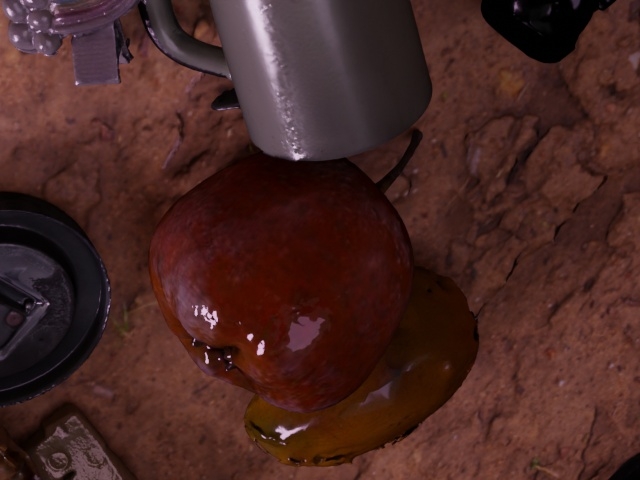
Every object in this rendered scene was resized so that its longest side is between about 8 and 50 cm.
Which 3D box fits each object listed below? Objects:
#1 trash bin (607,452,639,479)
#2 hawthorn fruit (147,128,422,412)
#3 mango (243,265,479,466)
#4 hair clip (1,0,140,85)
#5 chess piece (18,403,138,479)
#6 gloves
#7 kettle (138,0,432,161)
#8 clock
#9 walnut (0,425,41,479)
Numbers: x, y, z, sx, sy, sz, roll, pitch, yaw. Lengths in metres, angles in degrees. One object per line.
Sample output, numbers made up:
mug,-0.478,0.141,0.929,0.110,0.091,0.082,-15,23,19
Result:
trash bin,0.426,0.386,2.130,0.277,0.217,0.262,-22,127,0
hawthorn fruit,-0.030,0.022,1.700,0.231,0.235,0.263,19,107,-21
mango,0.038,0.126,1.865,0.248,0.151,0.156,-33,97,8
hair clip,-0.200,-0.226,1.579,0.140,0.054,0.220,-2,126,9
chess piece,-0.215,0.250,1.882,0.090,0.090,0.200,-34,116,2
gloves,0.227,-0.267,1.688,0.203,0.124,0.164,-60,148,-4
kettle,-0.040,-0.208,1.602,0.240,0.165,0.255,-5,128,16
clock,-0.297,0.054,1.735,0.215,0.042,0.215,-11,125,-15
walnut,-0.344,0.256,1.790,0.204,0.141,0.238,8,117,-36
